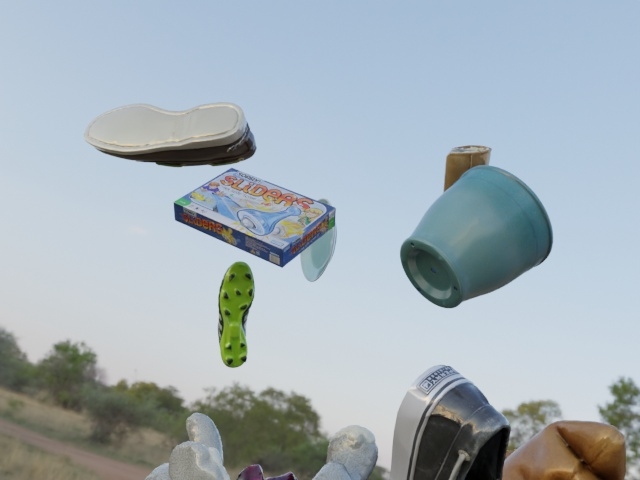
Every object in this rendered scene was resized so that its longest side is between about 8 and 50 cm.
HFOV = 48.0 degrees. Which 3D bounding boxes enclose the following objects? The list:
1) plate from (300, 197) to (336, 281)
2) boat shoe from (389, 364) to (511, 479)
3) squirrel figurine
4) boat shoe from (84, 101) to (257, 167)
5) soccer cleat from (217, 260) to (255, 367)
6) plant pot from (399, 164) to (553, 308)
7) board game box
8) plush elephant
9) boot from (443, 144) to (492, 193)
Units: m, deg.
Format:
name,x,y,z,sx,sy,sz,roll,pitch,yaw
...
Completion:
name,x,y,z,sx,sy,sz,roll,pitch,yaw
plate,0.000,0.000,1.592,0.024,0.188,0.188,9,-13,-23
boat shoe,0.138,0.260,0.718,0.105,0.113,0.306,35,-45,39
squirrel figurine,0.246,0.455,1.016,0.281,0.371,0.397,63,-24,-9
boat shoe,-0.277,-0.186,1.320,0.325,0.116,0.096,-1,-30,17
soccer cleat,-0.144,0.118,1.167,0.060,0.178,0.072,0,11,-24
plant pot,0.327,0.010,1.597,0.272,0.255,0.271,40,-31,29
board game box,-0.097,-0.039,1.067,0.201,0.136,0.035,22,-51,26
plush elephant,-0.115,0.332,0.876,0.272,0.330,0.255,-37,-75,24
boot,0.318,-0.096,1.809,0.236,0.269,0.089,-14,29,-35
